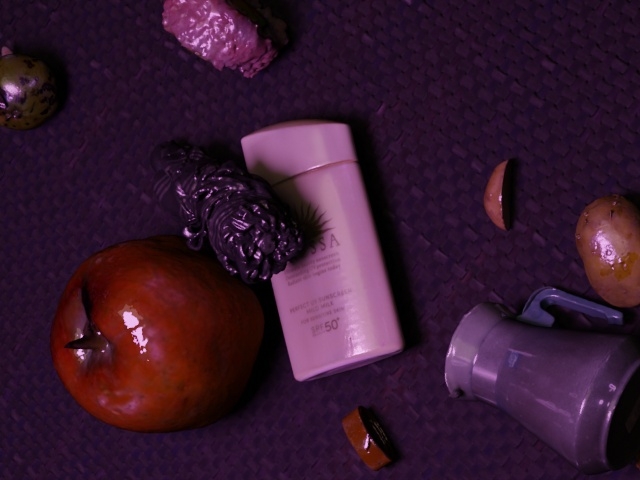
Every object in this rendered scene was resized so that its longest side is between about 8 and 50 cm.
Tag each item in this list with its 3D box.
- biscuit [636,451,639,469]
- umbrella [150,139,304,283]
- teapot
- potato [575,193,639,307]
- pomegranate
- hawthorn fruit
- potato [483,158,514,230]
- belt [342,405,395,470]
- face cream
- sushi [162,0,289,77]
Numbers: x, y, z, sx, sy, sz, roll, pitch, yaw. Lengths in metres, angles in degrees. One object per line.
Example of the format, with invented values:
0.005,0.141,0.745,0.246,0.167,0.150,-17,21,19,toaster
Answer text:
0.468,0.203,1.564,0.118,0.029,0.247,39,102,21,biscuit
-0.154,-0.058,1.770,0.128,0.154,0.336,-45,49,-7,umbrella
0.283,0.155,1.594,0.225,0.171,0.203,21,62,34,teapot
0.358,0.012,1.612,0.091,0.070,0.138,-22,76,23,potato
-0.453,-0.234,2.008,0.122,0.122,0.161,-41,43,17,pomegranate
-0.224,0.126,1.754,0.268,0.301,0.267,1,92,26,hawthorn fruit
0.222,-0.060,1.703,0.036,0.037,0.093,2,86,30,potato
0.060,0.258,1.737,0.036,0.059,0.083,-38,71,17,belt
0.000,0.000,1.777,0.173,0.081,0.348,-20,77,31,face cream
-0.160,-0.320,1.841,0.107,0.161,0.241,-48,69,15,sushi
